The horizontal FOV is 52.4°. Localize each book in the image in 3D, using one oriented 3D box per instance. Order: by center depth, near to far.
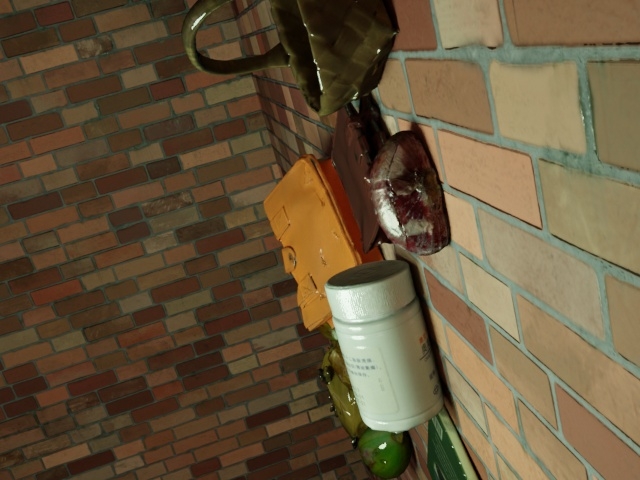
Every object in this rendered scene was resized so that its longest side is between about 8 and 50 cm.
[{"bbox_3d":[0.310,0.553,1.517,0.370,0.043,0.260,81,172,-46],"label":"book"}]

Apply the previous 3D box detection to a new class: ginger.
[{"bbox_3d":[0.117,0.385,2.156,0.165,0.172,0.321,-60,26,22],"label":"ginger"}]

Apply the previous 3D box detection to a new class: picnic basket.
[{"bbox_3d":[-0.074,-0.360,1.074,0.293,0.337,0.337,109,143,-79],"label":"picnic basket"}]

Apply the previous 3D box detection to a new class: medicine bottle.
[{"bbox_3d":[0.136,0.215,1.388,0.190,0.190,0.332,-131,24,-74],"label":"medicine bottle"}]

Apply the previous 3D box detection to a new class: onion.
[{"bbox_3d":[0.133,-0.069,1.067,0.151,0.098,0.205,154,98,-82],"label":"onion"}]

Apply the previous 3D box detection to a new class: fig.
[{"bbox_3d":[0.213,0.666,2.097,0.191,0.181,0.181,-59,45,49],"label":"fig"}]

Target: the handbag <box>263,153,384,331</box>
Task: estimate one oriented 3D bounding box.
[{"bbox_3d":[0.000,0.000,1.713,0.303,0.116,0.410,-44,59,45],"label":"handbag"}]

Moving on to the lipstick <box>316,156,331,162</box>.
[{"bbox_3d":[0.031,-0.078,1.959,0.079,0.076,0.371,-102,0,-46],"label":"lipstick"}]

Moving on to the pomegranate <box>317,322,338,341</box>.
[{"bbox_3d":[0.082,0.219,1.938,0.246,0.198,0.198,38,157,25],"label":"pomegranate"}]

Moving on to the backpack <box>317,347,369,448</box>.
[{"bbox_3d":[0.121,0.579,2.463,0.353,0.201,0.378,74,178,-56],"label":"backpack"}]

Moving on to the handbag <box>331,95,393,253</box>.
[{"bbox_3d":[0.097,-0.132,1.311,0.275,0.084,0.260,92,162,-70],"label":"handbag"}]
